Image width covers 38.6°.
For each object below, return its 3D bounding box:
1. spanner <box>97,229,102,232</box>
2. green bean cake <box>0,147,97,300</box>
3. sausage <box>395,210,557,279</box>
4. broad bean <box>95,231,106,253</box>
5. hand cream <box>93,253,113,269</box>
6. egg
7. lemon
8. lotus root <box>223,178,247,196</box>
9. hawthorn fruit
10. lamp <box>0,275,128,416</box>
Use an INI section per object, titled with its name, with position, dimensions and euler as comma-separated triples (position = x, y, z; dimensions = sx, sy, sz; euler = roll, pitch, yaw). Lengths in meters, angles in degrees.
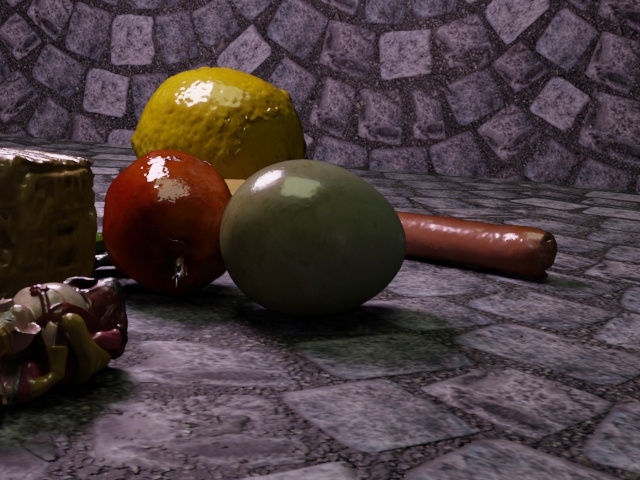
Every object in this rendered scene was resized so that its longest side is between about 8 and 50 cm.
[spanner]
position = -0.424, -0.012, 1.742
dimensions = 0.302, 0.017, 0.071
euler = 7, 11, 17
[green bean cake]
position = -0.378, -0.003, 1.155
dimensions = 0.131, 0.224, 0.229
euler = 6, 7, 13
[sausage]
position = 0.233, -0.003, 1.713
dimensions = 0.419, 0.094, 0.094
euler = 9, 38, 31
[broad bean]
position = -0.328, -0.009, 1.558
dimensions = 0.256, 0.053, 0.052
euler = -9, 26, 28
[hand cream]
position = -0.309, 0.035, 1.481
dimensions = 0.248, 0.052, 0.075
euler = -10, -7, -32
[egg]
position = 0.000, 0.000, 1.284
dimensions = 0.295, 0.218, 0.218
euler = 8, 6, -36
[lemon]
position = -0.216, -0.194, 1.908
dimensions = 0.387, 0.350, 0.350
euler = 16, 15, 31
[lotus root]
position = -0.178, -0.044, 1.690
dimensions = 0.303, 0.131, 0.146
euler = 4, 33, 4
[hawthorn fruit]
position = -0.214, -0.010, 1.340
dimensions = 0.211, 0.211, 0.299
euler = 1, 22, -16
[lamp]
position = -0.287, 0.101, 0.924
dimensions = 0.118, 0.118, 0.253
euler = 7, 10, 19
